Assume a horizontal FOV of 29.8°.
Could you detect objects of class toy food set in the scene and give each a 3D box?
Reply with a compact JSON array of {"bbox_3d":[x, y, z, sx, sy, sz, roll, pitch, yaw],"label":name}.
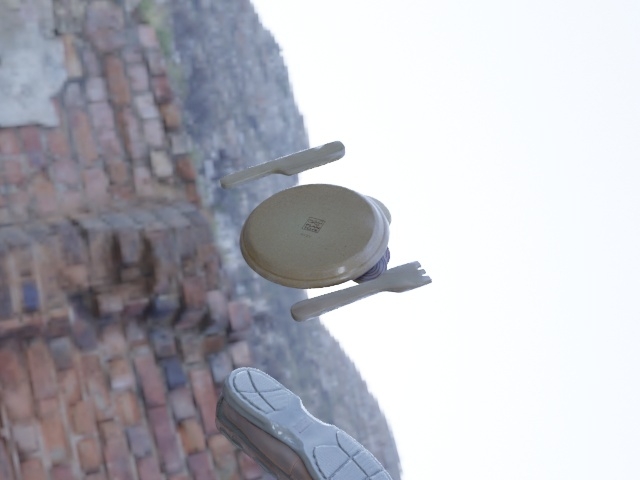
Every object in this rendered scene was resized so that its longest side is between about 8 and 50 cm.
[{"bbox_3d":[0.000,0.000,0.989,0.192,0.132,0.038,-119,-163,-44],"label":"toy food set"}]

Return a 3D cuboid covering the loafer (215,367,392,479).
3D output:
[{"bbox_3d":[-0.008,0.121,0.656,0.125,0.045,0.039,39,-56,22],"label":"loafer"}]
